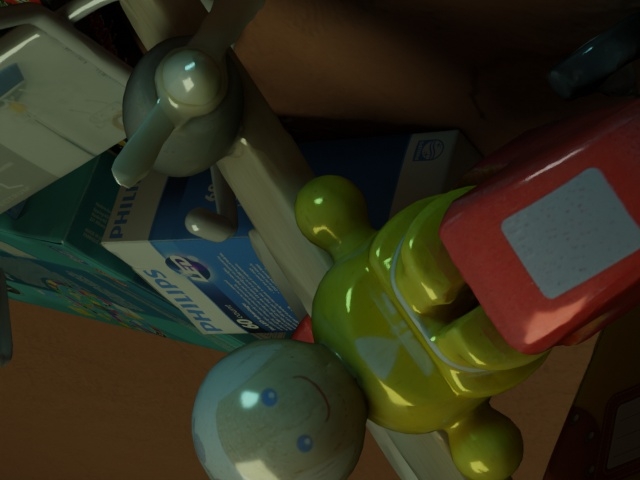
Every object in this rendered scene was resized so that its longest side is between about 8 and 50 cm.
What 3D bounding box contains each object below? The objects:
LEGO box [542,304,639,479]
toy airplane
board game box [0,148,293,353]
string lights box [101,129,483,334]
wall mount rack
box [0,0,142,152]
[{"bbox_3d":[0.424,0.136,1.045,0.372,0.193,0.500,33,160,-22],"label":"LEGO box"},{"bbox_3d":[0.027,0.055,1.042,0.386,0.272,0.384,25,133,35],"label":"toy airplane"},{"bbox_3d":[-0.210,-0.008,1.530,0.336,0.079,0.254,11,165,42],"label":"board game box"},{"bbox_3d":[0.000,0.000,1.303,0.260,0.076,0.133,-2,149,33],"label":"string lights box"},{"bbox_3d":[-0.224,-0.048,1.178,0.350,0.130,0.304,-29,141,26],"label":"wall mount rack"},{"bbox_3d":[-0.205,-0.142,1.286,0.159,0.044,0.233,17,160,21],"label":"box"}]
